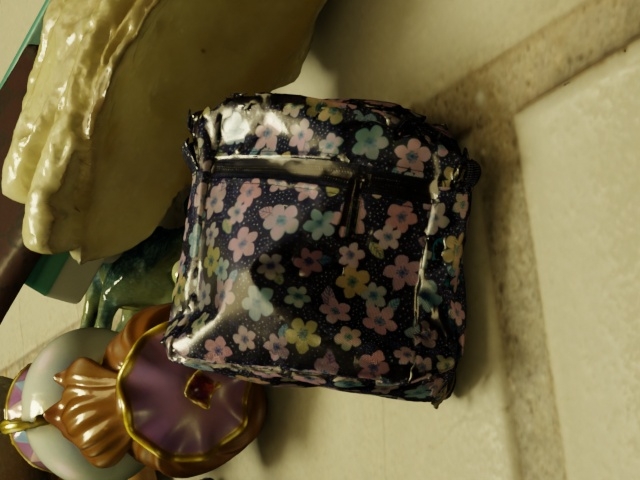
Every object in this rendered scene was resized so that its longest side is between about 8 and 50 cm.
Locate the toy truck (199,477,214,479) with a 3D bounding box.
[{"bbox_3d":[-0.101,0.251,1.657,0.090,0.056,0.073,52,142,31],"label":"toy truck"}]

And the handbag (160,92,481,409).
[{"bbox_3d":[0.000,0.000,1.355,0.228,0.127,0.208,6,83,24],"label":"handbag"}]

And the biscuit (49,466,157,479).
[{"bbox_3d":[-0.206,0.240,1.861,0.289,0.044,0.202,-118,38,-45],"label":"biscuit"}]

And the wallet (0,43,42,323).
[{"bbox_3d":[-0.261,-0.043,1.663,0.229,0.049,0.182,-58,38,5],"label":"wallet"}]

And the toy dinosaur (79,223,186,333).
[{"bbox_3d":[-0.171,0.032,1.779,0.363,0.076,0.147,-5,71,58],"label":"toy dinosaur"}]

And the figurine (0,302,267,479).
[{"bbox_3d":[-0.150,0.131,1.618,0.263,0.189,0.142,-14,93,49],"label":"figurine"}]

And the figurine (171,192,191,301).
[{"bbox_3d":[-0.038,0.008,1.484,0.197,0.147,0.093,-42,8,46],"label":"figurine"}]

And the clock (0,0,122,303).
[{"bbox_3d":[-0.202,-0.092,1.752,0.231,0.116,0.262,34,97,53],"label":"clock"}]

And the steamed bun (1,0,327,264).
[{"bbox_3d":[-0.094,-0.195,1.502,0.189,0.247,0.428,36,105,42],"label":"steamed bun"}]

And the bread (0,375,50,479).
[{"bbox_3d":[-0.328,0.298,1.928,0.102,0.183,0.337,-12,76,23],"label":"bread"}]
